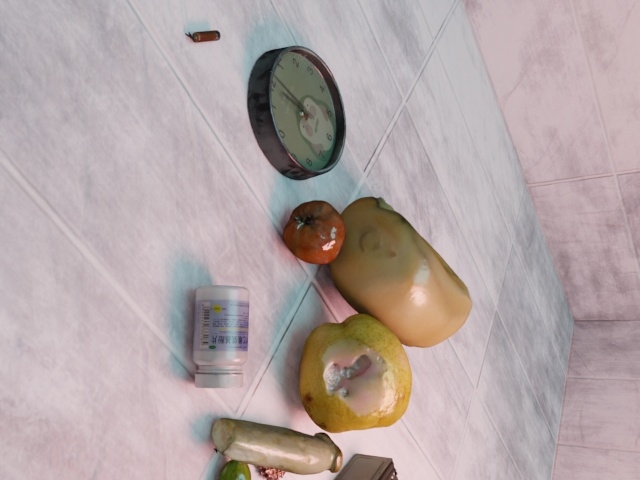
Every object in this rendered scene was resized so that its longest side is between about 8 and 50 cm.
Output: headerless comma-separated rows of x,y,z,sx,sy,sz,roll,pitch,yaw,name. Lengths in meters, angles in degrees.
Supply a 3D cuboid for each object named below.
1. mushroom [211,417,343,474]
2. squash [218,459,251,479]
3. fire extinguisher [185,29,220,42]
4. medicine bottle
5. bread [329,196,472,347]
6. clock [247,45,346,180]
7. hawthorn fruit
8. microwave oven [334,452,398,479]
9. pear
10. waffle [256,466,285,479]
-0.080,0.421,1.250,0.312,0.100,0.081,25,91,-39,mushroom
-0.171,0.531,1.165,0.066,0.066,0.228,23,67,-51,squash
-0.239,-0.416,1.254,0.028,0.022,0.083,44,37,11,fire extinguisher
-0.187,0.181,1.161,0.103,0.103,0.186,16,72,-53,medicine bottle
0.196,0.103,1.565,0.376,0.253,0.348,37,11,-48,bread
-0.047,-0.305,1.473,0.319,0.066,0.318,12,76,-53,clock
0.003,-0.015,1.431,0.189,0.149,0.149,16,72,-53,hawthorn fruit
0.129,0.656,1.516,0.163,0.129,0.205,-32,112,-51,microwave oven
0.075,0.300,1.390,0.271,0.271,0.271,12,75,-54,pear
-0.100,0.467,1.302,0.075,0.029,0.083,54,45,-21,waffle
